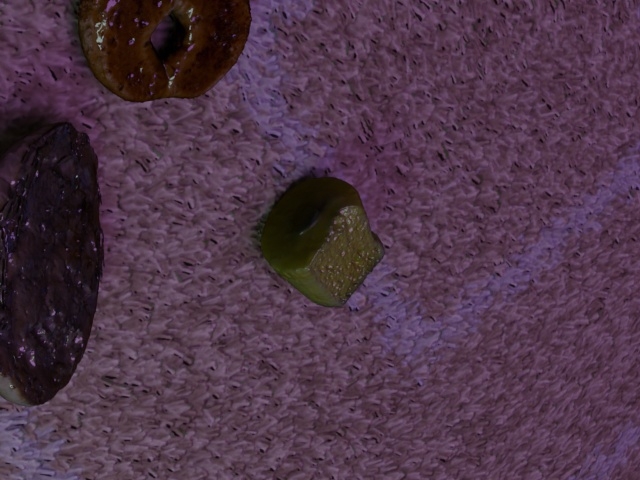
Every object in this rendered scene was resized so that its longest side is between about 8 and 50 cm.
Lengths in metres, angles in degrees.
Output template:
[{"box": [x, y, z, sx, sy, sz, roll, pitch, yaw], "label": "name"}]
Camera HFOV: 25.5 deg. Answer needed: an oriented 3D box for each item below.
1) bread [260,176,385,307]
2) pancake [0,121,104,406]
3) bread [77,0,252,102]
[{"box": [0.000, 0.000, 1.607, 0.129, 0.111, 0.114, -47, 133, -10], "label": "bread"}, {"box": [-0.270, 0.021, 1.380, 0.282, 0.049, 0.282, 2, 90, -74], "label": "pancake"}, {"box": [-0.157, -0.225, 1.426, 0.193, 0.064, 0.193, -17, 127, -25], "label": "bread"}]
